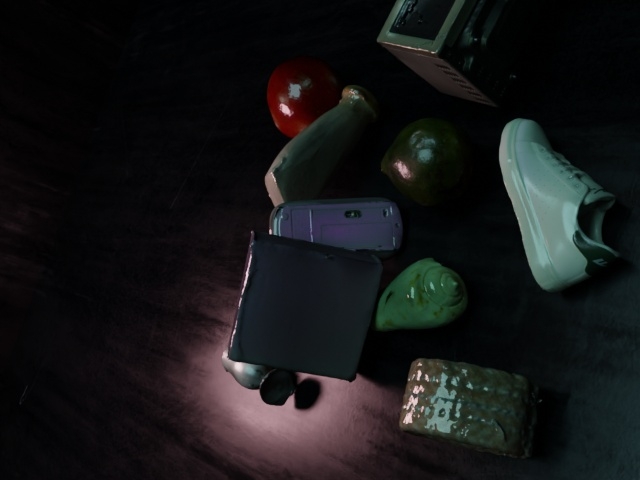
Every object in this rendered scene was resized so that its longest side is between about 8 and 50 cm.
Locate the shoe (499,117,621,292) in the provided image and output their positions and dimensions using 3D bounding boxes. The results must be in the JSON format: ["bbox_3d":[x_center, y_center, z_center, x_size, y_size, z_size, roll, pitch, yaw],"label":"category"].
[{"bbox_3d":[0.445,-0.094,1.268,0.160,0.132,0.362,-26,58,38],"label":"shoe"}]

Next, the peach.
[{"bbox_3d":[-0.044,-0.385,1.887,0.244,0.200,0.243,-14,72,48],"label":"peach"}]

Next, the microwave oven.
[{"bbox_3d":[0.341,-0.503,1.456,0.218,0.286,0.354,31,94,49],"label":"microwave oven"}]

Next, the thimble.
[{"bbox_3d":[0.259,0.294,1.227,0.229,0.196,0.148,-6,67,47],"label":"thimble"}]

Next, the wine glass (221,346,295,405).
[{"bbox_3d":[-0.163,0.333,1.748,0.222,0.103,0.103,21,88,52],"label":"wine glass"}]

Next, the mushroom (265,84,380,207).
[{"bbox_3d":[-0.005,-0.227,1.733,0.407,0.154,0.137,-55,21,-13],"label":"mushroom"}]

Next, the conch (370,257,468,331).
[{"bbox_3d":[0.202,0.115,1.458,0.251,0.137,0.143,-15,87,64],"label":"conch"}]

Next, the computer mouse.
[{"bbox_3d":[0.037,-0.023,1.590,0.072,0.311,0.158,121,145,-78],"label":"computer mouse"}]

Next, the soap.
[{"bbox_3d":[-0.037,0.147,1.506,0.107,0.297,0.285,-119,42,-78],"label":"soap"}]

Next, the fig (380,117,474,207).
[{"bbox_3d":[0.217,-0.166,1.502,0.245,0.195,0.195,-1,71,38],"label":"fig"}]
